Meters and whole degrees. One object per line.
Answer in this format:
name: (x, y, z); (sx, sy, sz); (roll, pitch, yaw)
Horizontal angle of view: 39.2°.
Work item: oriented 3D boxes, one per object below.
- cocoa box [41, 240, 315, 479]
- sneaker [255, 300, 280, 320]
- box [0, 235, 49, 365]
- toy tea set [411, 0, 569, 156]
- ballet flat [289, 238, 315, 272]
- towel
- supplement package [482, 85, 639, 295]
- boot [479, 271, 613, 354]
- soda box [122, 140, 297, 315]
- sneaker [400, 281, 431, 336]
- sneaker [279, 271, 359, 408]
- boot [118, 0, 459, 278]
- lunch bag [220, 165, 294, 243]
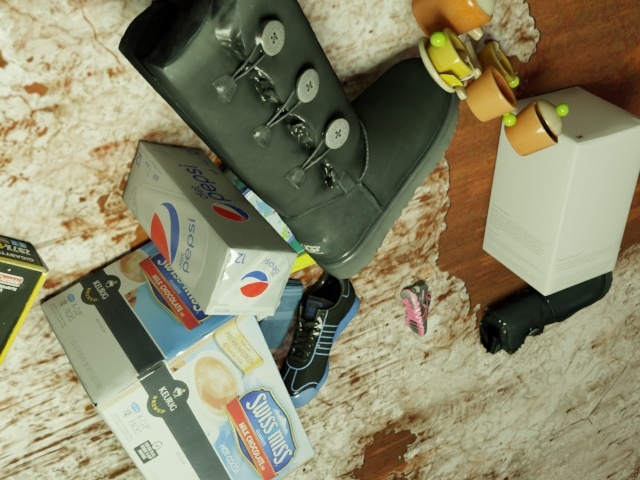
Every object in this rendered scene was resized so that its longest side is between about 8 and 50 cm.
cocoa box: (-0.190, 0.203, 1.268); (0.228, 0.231, 0.347); (-32, 133, -15)
sneaker: (-0.112, 0.062, 1.290); (0.061, 0.158, 0.065); (-40, 122, -8)
box: (-0.528, 0.089, 1.060); (0.322, 0.079, 0.257); (20, 108, -42)
toy tea set: (0.262, -0.262, 1.297); (0.124, 0.200, 0.336); (-30, 141, 27)
ballet flat: (0.000, 0.000, 1.392); (0.230, 0.077, 0.077); (-22, 151, -19)
towel: (-0.072, 0.118, 1.439); (0.067, 0.029, 0.120); (3, 116, -40)
supplement package: (0.417, -0.088, 1.549); (0.175, 0.177, 0.293); (-17, 128, -26)
boot: (0.422, 0.125, 1.711); (0.207, 0.094, 0.246); (-23, 159, -24)
soda box: (-0.146, -0.020, 1.113); (0.098, 0.286, 0.091); (5, 117, -37)
sneaker: (0.182, 0.123, 1.620); (0.057, 0.047, 0.119); (-37, 136, -25)
sneaker: (-0.015, 0.150, 1.428); (0.232, 0.081, 0.090); (-62, 143, -28)
boot: (-0.006, -0.215, 1.129); (0.445, 0.146, 0.367); (48, 60, -42)
lunch bag: (-0.078, -0.061, 1.269); (0.151, 0.096, 0.129); (-39, 134, 5)
